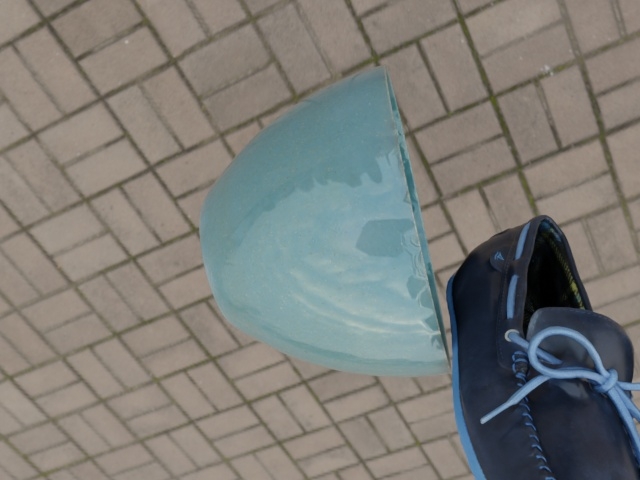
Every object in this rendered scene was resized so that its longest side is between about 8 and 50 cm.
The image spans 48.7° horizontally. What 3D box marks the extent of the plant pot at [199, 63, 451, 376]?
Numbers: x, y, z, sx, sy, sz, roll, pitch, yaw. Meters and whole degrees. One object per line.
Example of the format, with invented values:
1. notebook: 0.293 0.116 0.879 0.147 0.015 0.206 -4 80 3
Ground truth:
1. plant pot: 0.000 0.000 0.676 0.196 0.290 0.290 -12 121 9

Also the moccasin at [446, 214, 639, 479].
1. moccasin: 0.167 0.089 0.522 0.138 0.342 0.117 27 120 -23
